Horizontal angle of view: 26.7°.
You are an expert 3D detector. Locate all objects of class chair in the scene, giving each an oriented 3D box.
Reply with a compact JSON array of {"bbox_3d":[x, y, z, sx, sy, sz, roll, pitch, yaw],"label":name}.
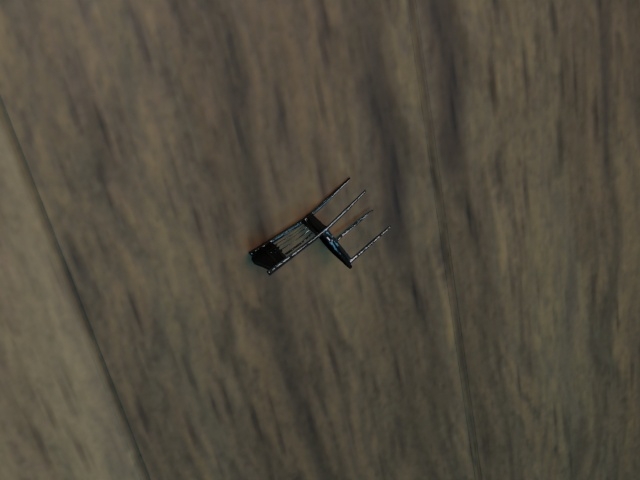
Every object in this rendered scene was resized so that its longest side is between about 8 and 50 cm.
[{"bbox_3d":[0.000,0.002,0.862,0.086,0.037,0.042,-36,122,-6],"label":"chair"}]
